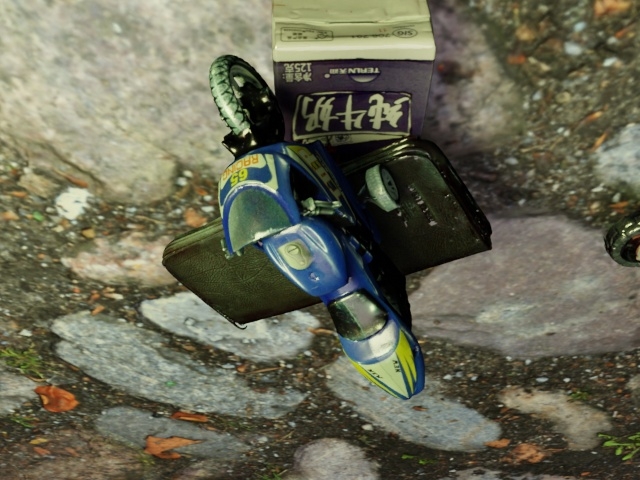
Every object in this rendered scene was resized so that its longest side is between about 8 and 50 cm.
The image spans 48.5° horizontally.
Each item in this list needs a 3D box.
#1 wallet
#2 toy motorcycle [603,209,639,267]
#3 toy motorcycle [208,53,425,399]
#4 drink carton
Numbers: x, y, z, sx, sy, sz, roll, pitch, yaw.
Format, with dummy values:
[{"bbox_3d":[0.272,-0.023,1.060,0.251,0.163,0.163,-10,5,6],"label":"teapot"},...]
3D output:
[{"bbox_3d":[0.001,0.005,0.729,0.318,0.045,0.172,-20,136,25],"label":"wallet"},{"bbox_3d":[0.491,-0.013,0.844,0.298,0.089,0.171,9,139,-13],"label":"toy motorcycle"},{"bbox_3d":[0.000,0.000,0.577,0.113,0.169,0.315,-24,120,22],"label":"toy motorcycle"},{"bbox_3d":[0.025,-0.127,0.673,0.134,0.101,0.222,-3,144,-2],"label":"drink carton"}]
